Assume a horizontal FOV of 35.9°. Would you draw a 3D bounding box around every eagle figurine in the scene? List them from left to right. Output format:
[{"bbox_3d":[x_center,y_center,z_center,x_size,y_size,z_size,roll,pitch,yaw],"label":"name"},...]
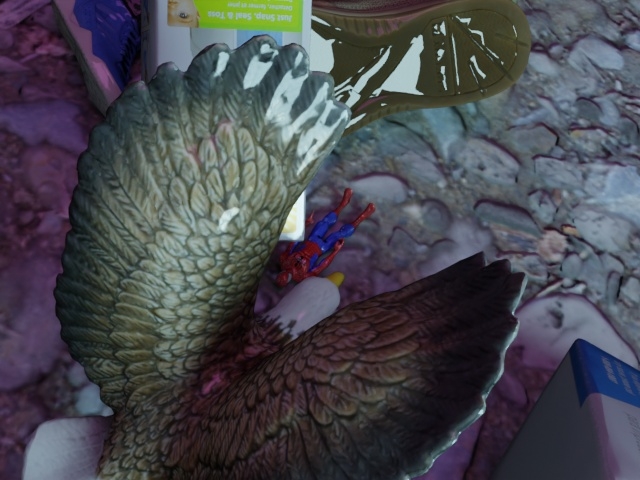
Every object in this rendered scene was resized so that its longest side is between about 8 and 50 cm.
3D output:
[{"bbox_3d":[-0.045,0.065,0.565,0.227,0.298,0.225,13,53,-6],"label":"eagle figurine"}]

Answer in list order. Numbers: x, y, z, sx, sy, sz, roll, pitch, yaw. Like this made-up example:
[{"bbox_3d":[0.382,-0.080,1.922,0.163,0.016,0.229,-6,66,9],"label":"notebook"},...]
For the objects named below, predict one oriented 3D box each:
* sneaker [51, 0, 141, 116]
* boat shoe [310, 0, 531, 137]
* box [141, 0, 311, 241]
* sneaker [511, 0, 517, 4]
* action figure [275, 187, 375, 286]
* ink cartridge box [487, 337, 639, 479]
[{"bbox_3d":[-0.171,-0.171,0.856,0.085,0.058,0.152,-20,55,-17],"label":"sneaker"},{"bbox_3d":[0.011,-0.158,0.875,0.341,0.121,0.110,-8,22,-16],"label":"boat shoe"},{"bbox_3d":[-0.074,-0.102,0.737,0.114,0.103,0.203,0,99,-16],"label":"box"},{"bbox_3d":[0.138,-0.389,1.060,0.182,0.158,0.410,-1,58,-37],"label":"sneaker"},{"bbox_3d":[0.000,0.000,0.797,0.038,0.030,0.115,38,56,7],"label":"action figure"},{"bbox_3d":[0.277,0.242,0.524,0.395,0.166,0.285,30,12,6],"label":"ink cartridge box"}]
